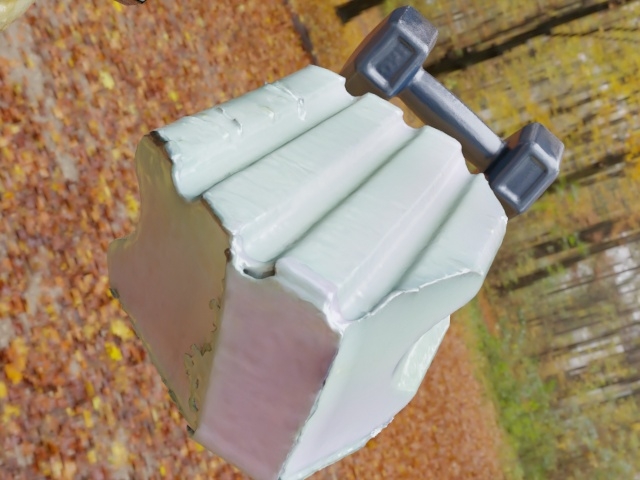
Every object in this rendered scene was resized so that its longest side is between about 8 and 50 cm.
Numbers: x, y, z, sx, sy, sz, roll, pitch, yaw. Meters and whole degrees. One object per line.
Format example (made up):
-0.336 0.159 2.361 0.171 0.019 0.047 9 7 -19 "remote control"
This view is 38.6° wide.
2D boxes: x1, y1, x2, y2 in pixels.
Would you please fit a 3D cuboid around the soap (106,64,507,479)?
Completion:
0.000 0.000 0.758 0.261 0.156 0.446 31 24 6 "soap"

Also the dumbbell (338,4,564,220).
0.175 -0.166 1.248 0.316 0.143 0.156 41 34 -6 "dumbbell"

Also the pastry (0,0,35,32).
-0.526 -0.435 1.163 0.388 0.313 0.388 -37 133 -52 "pastry"

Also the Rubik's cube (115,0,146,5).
-0.162 -0.257 0.748 0.112 0.133 0.133 -26 99 -56 "Rubik's cube"
